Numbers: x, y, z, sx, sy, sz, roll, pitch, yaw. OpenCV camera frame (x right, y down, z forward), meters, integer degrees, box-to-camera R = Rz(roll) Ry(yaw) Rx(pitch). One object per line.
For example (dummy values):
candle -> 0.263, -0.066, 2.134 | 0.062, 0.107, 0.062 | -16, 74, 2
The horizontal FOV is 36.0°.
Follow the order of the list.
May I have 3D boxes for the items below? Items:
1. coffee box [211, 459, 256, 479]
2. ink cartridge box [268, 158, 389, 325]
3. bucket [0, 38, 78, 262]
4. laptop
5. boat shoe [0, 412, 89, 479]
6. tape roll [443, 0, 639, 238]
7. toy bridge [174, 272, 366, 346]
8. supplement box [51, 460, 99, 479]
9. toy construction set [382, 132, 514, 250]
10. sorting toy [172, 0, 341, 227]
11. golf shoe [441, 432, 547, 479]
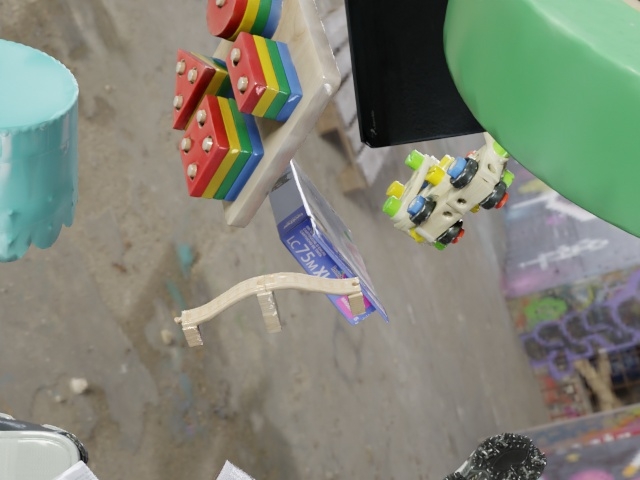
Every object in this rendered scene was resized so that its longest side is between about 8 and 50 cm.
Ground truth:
coffee box -> -0.079, 0.454, 1.458 | 0.247, 0.098, 0.141 | 35, 10, 1
ink cartridge box -> 0.000, 0.000, 1.450 | 0.185, 0.065, 0.311 | 51, 7, -26
bucket -> -0.431, -0.122, 1.225 | 0.281, 0.281, 0.183 | -78, -178, -57
laptop -> 0.096, -0.209, 0.871 | 0.264, 0.137, 0.234 | -59, 143, -80
boat shoe -> -0.478, 0.296, 1.376 | 0.091, 0.303, 0.114 | 90, 12, -83
tape roll -> 0.227, -0.112, 0.499 | 0.321, 0.322, 0.077 | -87, -177, -46
toy bridge -> -0.052, 0.062, 0.973 | 0.026, 0.188, 0.063 | -100, 178, -46
supplement box -> -0.267, 0.386, 1.149 | 0.220, 0.111, 0.114 | 48, 12, 3
toy construction set -> 0.209, -0.112, 1.505 | 0.327, 0.151, 0.215 | 116, -1, -45
sorting toy -> -0.102, -0.195, 1.195 | 0.089, 0.257, 0.255 | 8, 47, -30
golf shoe -> 0.194, 0.306, 1.215 | 0.077, 0.198, 0.093 | 51, -37, 26
